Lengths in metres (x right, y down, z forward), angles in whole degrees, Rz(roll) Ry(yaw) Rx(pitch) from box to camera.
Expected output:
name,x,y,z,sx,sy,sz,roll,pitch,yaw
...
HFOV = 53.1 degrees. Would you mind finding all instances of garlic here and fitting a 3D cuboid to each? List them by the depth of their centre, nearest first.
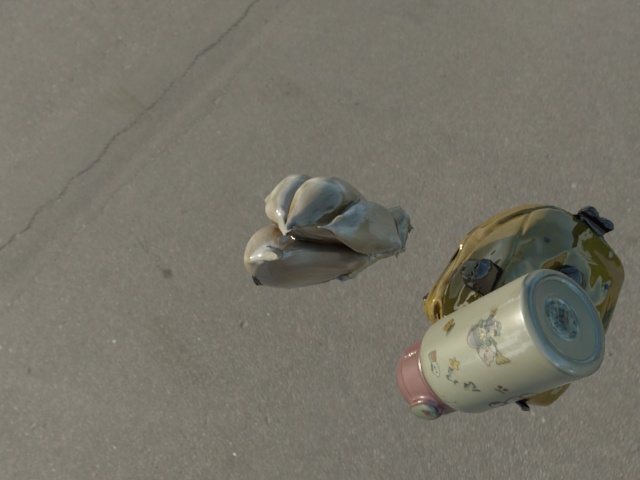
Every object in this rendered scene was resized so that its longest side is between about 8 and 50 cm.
name,x,y,z,sx,sy,sz,roll,pitch,yaw
garlic,0.000,0.000,1.023,0.237,0.292,0.210,24,101,49

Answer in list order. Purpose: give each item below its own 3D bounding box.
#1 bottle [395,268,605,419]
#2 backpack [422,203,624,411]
name,x,y,z,sx,sy,sz,roll,pitch,yaw
bottle,0.170,0.122,0.674,0.110,0.233,0.110,16,56,-26
backpack,0.384,0.103,1.175,0.378,0.353,0.201,-57,14,-10
